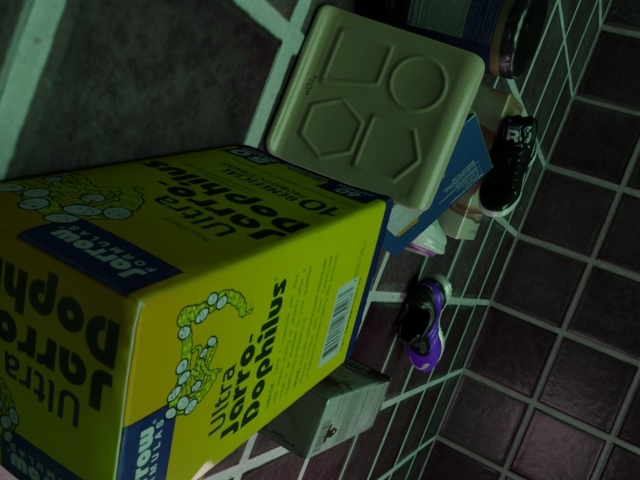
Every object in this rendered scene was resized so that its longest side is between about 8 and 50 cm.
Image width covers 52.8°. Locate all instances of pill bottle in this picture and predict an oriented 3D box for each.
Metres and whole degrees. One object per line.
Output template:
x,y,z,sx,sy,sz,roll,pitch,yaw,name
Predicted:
0.162,-0.289,0.818,0.123,0.219,0.122,-45,147,-40,pill bottle

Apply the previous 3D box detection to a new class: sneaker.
0.165,-0.062,1.129,0.305,0.114,0.152,30,81,-60,sneaker
0.235,0.225,1.579,0.146,0.102,0.293,-37,137,-43,sneaker
0.346,-0.154,1.201,0.216,0.079,0.121,-57,148,-34,sneaker

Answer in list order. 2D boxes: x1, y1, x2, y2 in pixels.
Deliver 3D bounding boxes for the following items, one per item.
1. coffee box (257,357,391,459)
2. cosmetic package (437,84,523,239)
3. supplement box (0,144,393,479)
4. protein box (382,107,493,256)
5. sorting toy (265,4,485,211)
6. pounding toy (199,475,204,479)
-0.007,0.243,1.011,0.247,0.141,0.098,9,102,-64,coffee box
0.289,-0.159,1.308,0.153,0.129,0.296,-1,112,-64,cosmetic package
-0.111,0.047,0.567,0.357,0.194,0.195,-24,132,-57,supplement box
0.107,-0.107,0.881,0.200,0.136,0.201,-43,157,7,protein box
0.063,-0.156,0.761,0.038,0.208,0.192,10,102,-84,sorting toy
-0.156,0.211,0.739,0.206,0.094,0.181,-64,156,-7,pounding toy
